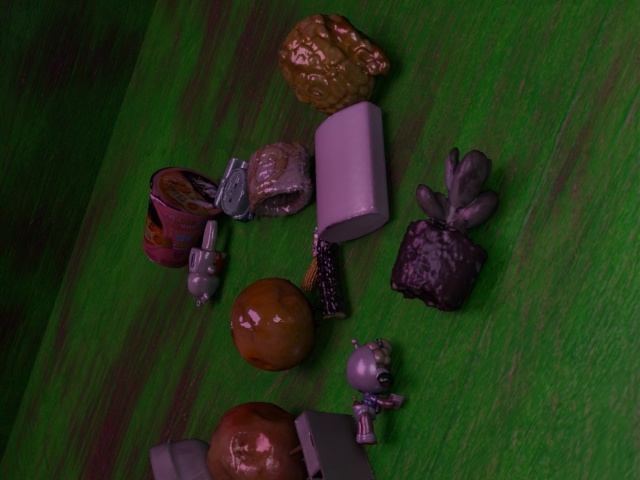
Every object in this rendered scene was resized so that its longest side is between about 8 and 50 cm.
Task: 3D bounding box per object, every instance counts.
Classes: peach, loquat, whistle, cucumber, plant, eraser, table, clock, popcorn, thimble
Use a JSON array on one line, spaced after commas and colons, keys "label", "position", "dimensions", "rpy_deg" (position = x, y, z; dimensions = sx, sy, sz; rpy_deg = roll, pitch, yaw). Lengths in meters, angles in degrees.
[{"label": "peach", "position": [-0.117, 0.457, 1.440], "dimensions": [0.235, 0.214, 0.214], "rpy_deg": [18, 93, 39]}, {"label": "loquat", "position": [-0.099, 0.184, 1.517], "dimensions": [0.213, 0.213, 0.213], "rpy_deg": [-27, 56, 49]}, {"label": "whistle", "position": [-0.329, 0.067, 1.977], "dimensions": [0.101, 0.105, 0.253], "rpy_deg": [8, 91, 26]}, {"label": "cucumber", "position": [0.020, 0.083, 1.493], "dimensions": [0.058, 0.058, 0.187], "rpy_deg": [-38, 48, 42]}, {"label": "plant", "position": [0.216, -0.022, 1.172], "dimensions": [0.146, 0.149, 0.275], "rpy_deg": [175, 115, -82]}, {"label": "eraser", "position": [0.063, -0.146, 1.488], "dimensions": [0.174, 0.094, 0.270], "rpy_deg": [-24, 59, 40]}, {"label": "table", "position": [0.021, 0.454, 1.287], "dimensions": [0.111, 0.121, 0.240], "rpy_deg": [-52, 39, 29]}, {"label": "clock", "position": [-0.220, -0.133, 1.929], "dimensions": [0.211, 0.066, 0.159], "rpy_deg": [39, 110, 54]}, {"label": "popcorn", "position": [0.041, -0.399, 1.545], "dimensions": [0.251, 0.206, 0.237], "rpy_deg": [-6, 53, 22]}, {"label": "thimble", "position": [-0.096, -0.151, 1.690], "dimensions": [0.190, 0.137, 0.144], "rpy_deg": [-22, 59, 38]}]

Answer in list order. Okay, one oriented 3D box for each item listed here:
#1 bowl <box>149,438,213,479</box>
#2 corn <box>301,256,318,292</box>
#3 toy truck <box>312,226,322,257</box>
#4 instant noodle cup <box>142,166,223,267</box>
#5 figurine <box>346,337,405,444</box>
[{"label": "bowl", "position": [-0.268, 0.585, 1.564], "dimensions": [0.307, 0.163, 0.307], "rpy_deg": [59, 164, 28]}, {"label": "corn", "position": [-0.016, 0.078, 1.569], "dimensions": [0.037, 0.037, 0.092], "rpy_deg": [47, 117, 52]}, {"label": "toy truck", "position": [0.000, 0.000, 1.587], "dimensions": [0.032, 0.024, 0.083], "rpy_deg": [-1, 78, 33]}, {"label": "instant noodle cup", "position": [-0.431, -0.058, 2.088], "dimensions": [0.255, 0.243, 0.244], "rpy_deg": [-63, 34, 33]}, {"label": "figurine", "position": [0.099, 0.277, 1.277], "dimensions": [0.147, 0.093, 0.197], "rpy_deg": [128, 138, -67]}]
